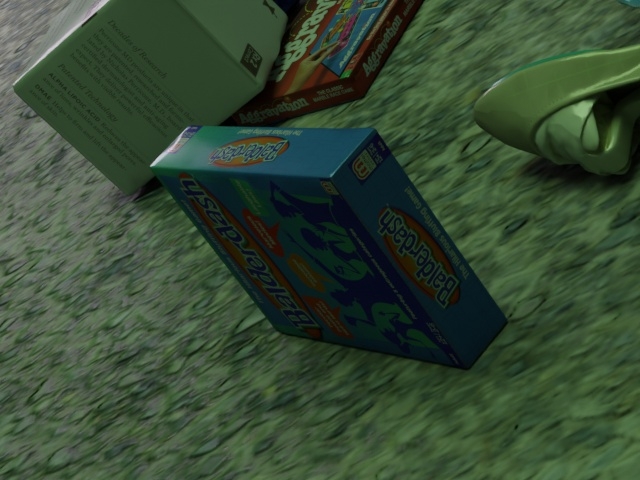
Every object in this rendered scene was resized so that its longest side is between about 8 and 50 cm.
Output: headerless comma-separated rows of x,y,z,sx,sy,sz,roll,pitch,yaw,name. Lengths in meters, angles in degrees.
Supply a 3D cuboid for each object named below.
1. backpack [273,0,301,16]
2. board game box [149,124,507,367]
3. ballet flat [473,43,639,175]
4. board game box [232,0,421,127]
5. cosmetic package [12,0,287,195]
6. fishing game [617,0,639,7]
-0.081,-0.244,1.604,0.120,0.101,0.098,-53,27,-18,backpack
0.000,0.000,1.032,0.047,0.160,0.210,-48,28,-22,board game box
0.205,-0.086,1.026,0.248,0.086,0.086,-17,32,33,ballet flat
0.032,-0.212,1.498,0.145,0.027,0.281,-14,34,41,board game box
-0.152,-0.173,1.478,0.183,0.151,0.151,-36,22,27,cosmetic package
0.241,-0.242,1.070,0.189,0.264,0.041,-21,-8,29,fishing game
